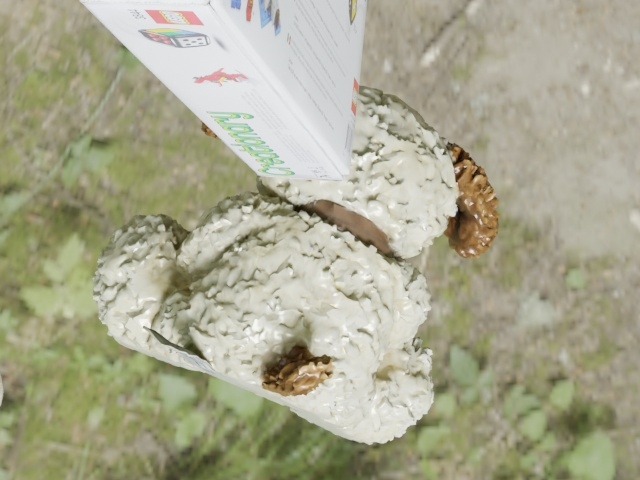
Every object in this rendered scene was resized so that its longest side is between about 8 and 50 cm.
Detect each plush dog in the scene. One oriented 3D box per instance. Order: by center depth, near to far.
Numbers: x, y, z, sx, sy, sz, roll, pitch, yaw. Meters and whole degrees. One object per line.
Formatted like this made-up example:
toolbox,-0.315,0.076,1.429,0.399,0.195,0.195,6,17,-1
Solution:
plush dog,0.000,0.000,1.194,0.262,0.210,0.225,24,80,-9

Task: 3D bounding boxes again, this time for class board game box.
board game box,-0.025,-0.149,0.755,0.053,0.305,0.193,4,81,11

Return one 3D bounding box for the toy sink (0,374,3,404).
toy sink,-0.196,0.009,0.531,0.131,0.234,0.153,-21,85,26
